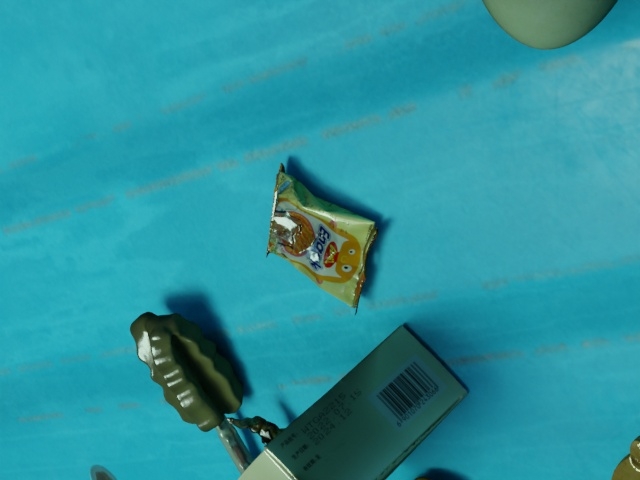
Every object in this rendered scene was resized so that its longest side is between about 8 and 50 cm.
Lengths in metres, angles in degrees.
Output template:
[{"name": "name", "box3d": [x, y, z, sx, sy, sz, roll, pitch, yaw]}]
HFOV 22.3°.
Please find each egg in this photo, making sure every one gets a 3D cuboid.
[{"name": "egg", "box3d": [0.160, -0.203, 1.122, 0.114, 0.114, 0.152, 24, 137, 30]}]

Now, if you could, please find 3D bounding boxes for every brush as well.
[{"name": "brush", "box3d": [-0.100, 0.197, 1.714, 0.084, 0.071, 0.301, 9, 134, 59]}]

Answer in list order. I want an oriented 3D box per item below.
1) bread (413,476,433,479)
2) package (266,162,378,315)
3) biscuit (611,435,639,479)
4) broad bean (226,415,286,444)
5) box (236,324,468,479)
[{"name": "bread", "box3d": [0.099, 0.309, 1.579, 0.125, 0.086, 0.156, -7, 110, 57]}, {"name": "package", "box3d": [-0.002, -0.001, 1.488, 0.121, 0.031, 0.108, 33, 136, 22]}, {"name": "biscuit", "box3d": [0.291, 0.251, 1.397, 0.133, 0.027, 0.184, 43, 139, 14]}, {"name": "broad bean", "box3d": [0.004, 0.302, 1.686, 0.075, 0.067, 0.325, -18, 105, 17]}, {"name": "box", "box3d": [0.011, 0.198, 1.479, 0.095, 0.212, 0.168, 47, 140, 5]}]
